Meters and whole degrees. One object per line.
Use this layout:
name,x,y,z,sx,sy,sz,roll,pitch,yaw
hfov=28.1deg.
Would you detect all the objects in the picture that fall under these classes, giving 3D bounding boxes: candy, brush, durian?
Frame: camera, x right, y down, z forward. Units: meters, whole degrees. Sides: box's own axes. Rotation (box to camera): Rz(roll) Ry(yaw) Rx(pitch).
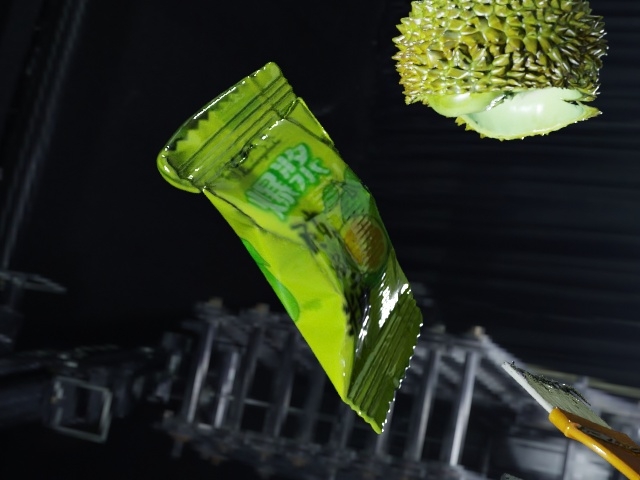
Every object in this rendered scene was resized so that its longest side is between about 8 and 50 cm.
candy,0.000,0.000,0.903,0.246,0.069,0.149,58,-140,-16
brush,0.227,0.172,0.813,0.090,0.314,0.017,25,-77,-37
durian,0.197,-0.205,1.382,0.237,0.200,0.177,12,-90,-31

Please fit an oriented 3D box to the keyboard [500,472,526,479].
keyboard,0.175,0.277,1.128,0.010,0.053,0.155,115,174,-48
